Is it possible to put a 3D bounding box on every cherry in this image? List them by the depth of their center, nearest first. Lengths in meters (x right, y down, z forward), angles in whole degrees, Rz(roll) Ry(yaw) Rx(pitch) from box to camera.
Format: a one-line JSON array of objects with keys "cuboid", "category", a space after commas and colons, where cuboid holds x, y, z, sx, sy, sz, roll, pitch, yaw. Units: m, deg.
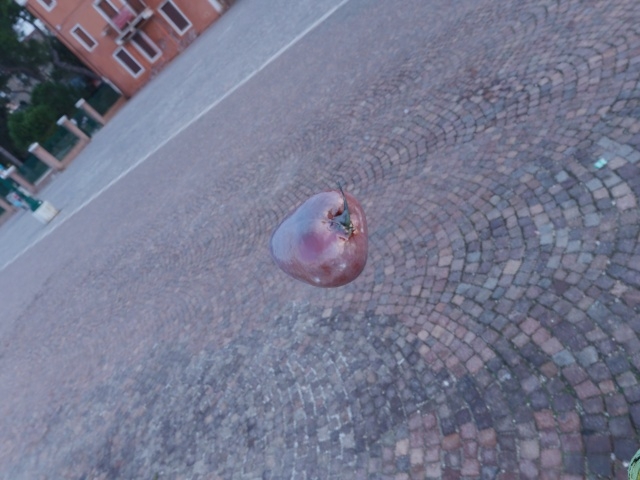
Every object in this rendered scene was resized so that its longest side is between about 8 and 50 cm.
[{"cuboid": [0.004, -0.003, 0.510, 0.126, 0.086, 0.106, 4, 70, 60], "category": "cherry"}]

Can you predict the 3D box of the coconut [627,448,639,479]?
[{"cuboid": [0.637, 0.434, 0.889, 0.158, 0.133, 0.055, -41, 4, -5], "category": "coconut"}]
